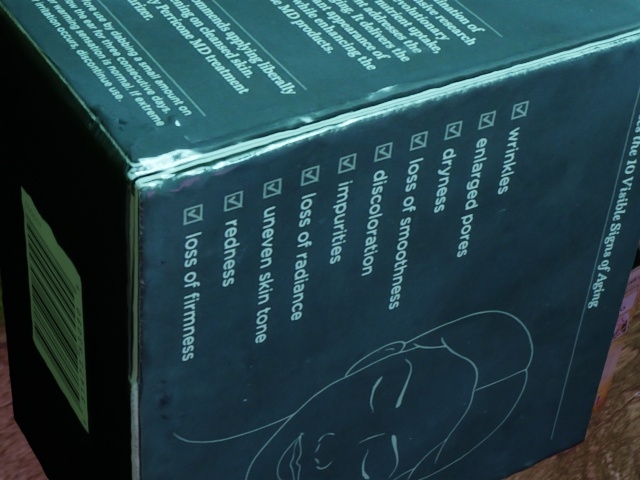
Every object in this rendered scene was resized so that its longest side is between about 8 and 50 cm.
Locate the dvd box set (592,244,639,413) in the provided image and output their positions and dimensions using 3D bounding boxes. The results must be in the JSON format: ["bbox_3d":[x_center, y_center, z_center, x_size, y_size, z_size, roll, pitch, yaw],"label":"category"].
[{"bbox_3d":[0.335,0.197,2.156,0.308,0.062,0.420,-27,148,-19],"label":"dvd box set"}]

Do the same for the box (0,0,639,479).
[{"bbox_3d":[0.000,0.000,1.173,0.472,0.297,0.479,-17,134,-26],"label":"box"}]
